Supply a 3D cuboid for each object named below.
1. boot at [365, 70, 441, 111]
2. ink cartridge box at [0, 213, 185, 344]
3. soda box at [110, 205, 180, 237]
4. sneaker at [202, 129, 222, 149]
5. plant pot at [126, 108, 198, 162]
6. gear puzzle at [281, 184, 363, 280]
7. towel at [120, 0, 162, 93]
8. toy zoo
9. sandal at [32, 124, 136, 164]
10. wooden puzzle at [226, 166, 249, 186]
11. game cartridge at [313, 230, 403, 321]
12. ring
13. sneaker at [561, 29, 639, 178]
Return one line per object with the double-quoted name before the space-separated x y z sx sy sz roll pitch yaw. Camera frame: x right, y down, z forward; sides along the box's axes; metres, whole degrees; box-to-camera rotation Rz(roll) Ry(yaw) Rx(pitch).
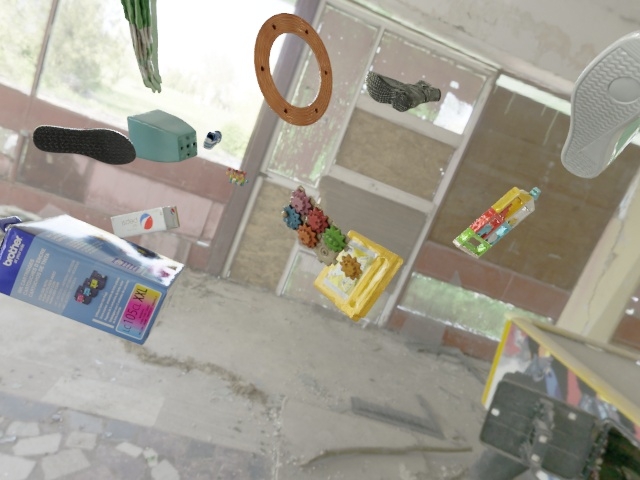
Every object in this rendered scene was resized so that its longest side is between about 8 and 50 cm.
"boot" 0.278 -0.513 1.531 0.161 0.083 0.246 -22 49 -26
"ink cartridge box" -0.542 0.067 1.042 0.396 0.151 0.270 23 4 -11
"soda box" -0.556 -0.057 1.433 0.216 0.073 0.069 -8 5 24
"sneaker" -0.470 -0.454 1.984 0.053 0.059 0.144 20 42 -1
"plant pot" -0.611 -0.400 1.787 0.235 0.165 0.165 22 35 23
"gear puzzle" 0.000 0.000 1.401 0.339 0.175 0.044 48 47 12
"towel" -0.260 -0.394 0.661 0.038 0.247 0.325 -2 -6 -15
"toy zoo" 0.576 -0.064 1.446 0.192 0.293 0.030 20 30 -51
"sandal" -0.454 -0.191 0.878 0.180 0.067 0.040 7 16 -21
"wooden puzzle" -0.276 -0.210 1.499 0.084 0.049 0.006 16 12 6
"game cartridge" 0.133 0.126 1.723 0.053 0.285 0.324 36 -1 -32
"ring" -0.081 -0.522 1.394 0.032 0.335 0.337 3 -4 43
"sneaker" 0.430 -0.216 0.634 0.094 0.151 0.255 38 -13 26
